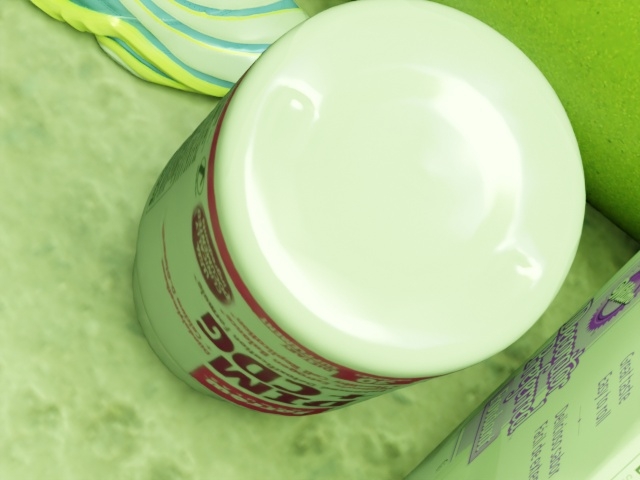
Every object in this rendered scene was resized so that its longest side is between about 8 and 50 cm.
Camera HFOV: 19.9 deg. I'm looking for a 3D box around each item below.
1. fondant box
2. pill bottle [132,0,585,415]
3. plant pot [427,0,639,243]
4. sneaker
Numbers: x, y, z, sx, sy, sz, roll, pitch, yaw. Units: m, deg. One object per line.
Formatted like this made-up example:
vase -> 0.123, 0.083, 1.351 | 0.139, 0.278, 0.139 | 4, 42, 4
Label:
fondant box -> 0.073, 0.163, 0.811 | 0.096, 0.238, 0.330 | 43, 109, -4
pill bottle -> 0.000, 0.000, 0.872 | 0.160, 0.283, 0.160 | 3, 79, -15
plant pot -> 0.175, -0.185, 0.949 | 0.353, 0.366, 0.366 | 30, 73, 4
sneaker -> -0.102, -0.155, 0.955 | 0.240, 0.126, 0.091 | 26, 74, -9
